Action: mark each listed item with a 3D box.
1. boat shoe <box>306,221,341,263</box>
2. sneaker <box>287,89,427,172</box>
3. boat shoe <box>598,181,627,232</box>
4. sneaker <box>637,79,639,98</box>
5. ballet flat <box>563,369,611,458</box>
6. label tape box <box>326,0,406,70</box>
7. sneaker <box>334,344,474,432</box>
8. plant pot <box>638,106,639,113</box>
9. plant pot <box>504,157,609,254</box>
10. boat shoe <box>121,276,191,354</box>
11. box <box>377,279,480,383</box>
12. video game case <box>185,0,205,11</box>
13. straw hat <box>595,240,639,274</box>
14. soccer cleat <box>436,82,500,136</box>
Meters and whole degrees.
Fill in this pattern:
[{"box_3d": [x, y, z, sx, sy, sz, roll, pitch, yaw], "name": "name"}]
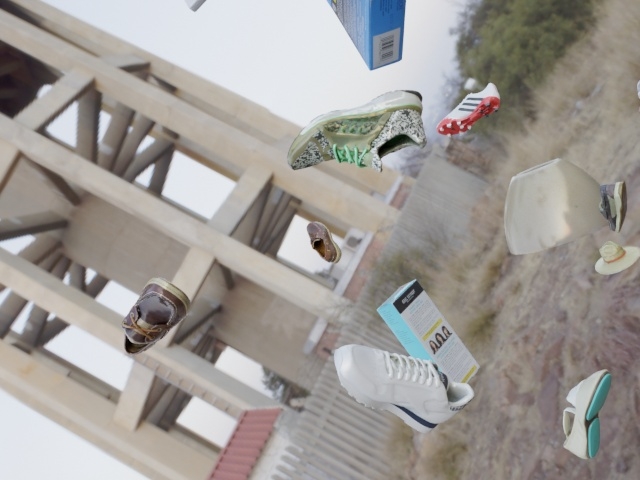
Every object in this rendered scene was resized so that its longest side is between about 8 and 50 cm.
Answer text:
[{"box_3d": [0.000, 0.001, 1.813, 0.060, 0.178, 0.064, 7, -55, -39], "name": "boat shoe"}, {"box_3d": [0.105, -0.260, 1.602, 0.158, 0.410, 0.182, 48, -157, -63], "name": "sneaker"}, {"box_3d": [0.604, -0.072, 1.220, 0.056, 0.049, 0.152, -60, -36, -24], "name": "boat shoe"}, {"box_3d": [0.680, -0.362, 1.129, 0.281, 0.115, 0.105, -39, 17, -29], "name": "sneaker"}, {"box_3d": [0.587, 0.382, 1.321, 0.086, 0.086, 0.249, -54, -35, -59], "name": "ballet flat"}, {"box_3d": [0.104, -0.650, 1.531, 0.105, 0.334, 0.241, -21, -27, -7], "name": "label tape box"}, {"box_3d": [0.120, 0.199, 0.857, 0.095, 0.235, 0.090, -38, 38, 32], "name": "sneaker"}, {"box_3d": [1.040, -0.360, 1.604, 0.236, 0.267, 0.267, 119, 162, -50], "name": "plant pot"}, {"box_3d": [0.602, -0.104, 1.549, 0.284, 0.191, 0.284, -23, 2, 1], "name": "plant pot"}, {"box_3d": [-0.414, 0.199, 1.426, 0.342, 0.123, 0.123, -38, 19, 52], "name": "boat shoe"}, {"box_3d": [0.237, 0.215, 1.289, 0.100, 0.244, 0.060, -37, 1, -38], "name": "box"}, {"box_3d": [-0.181, -0.470, 0.948, 0.157, 0.143, 0.019, -39, -26, 19], "name": "video game case"}, {"box_3d": [0.876, 0.036, 1.771, 0.144, 0.061, 0.144, -36, 10, 8], "name": "straw hat"}, {"box_3d": [0.166, -0.146, 0.667, 0.083, 0.029, 0.036, -29, 46, 45], "name": "soccer cleat"}]
